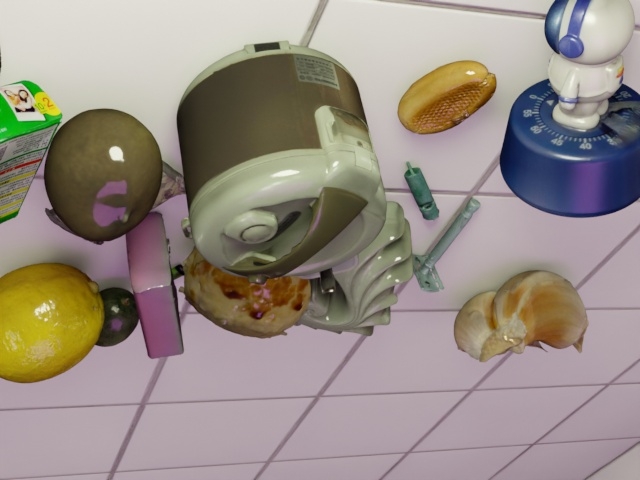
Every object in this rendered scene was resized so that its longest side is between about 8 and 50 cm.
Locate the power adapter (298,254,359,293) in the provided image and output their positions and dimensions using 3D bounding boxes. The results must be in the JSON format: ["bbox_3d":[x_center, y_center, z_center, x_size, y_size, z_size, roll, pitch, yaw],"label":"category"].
[{"bbox_3d":[0.000,0.000,1.829,0.125,0.205,0.130,-12,134,6],"label":"power adapter"}]

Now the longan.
[{"bbox_3d":[-0.352,-0.109,1.657,0.196,0.196,0.220,0,124,-20],"label":"longan"}]

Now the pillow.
[{"bbox_3d":[-0.363,-0.079,1.845,0.255,0.059,0.169,-25,146,17],"label":"pillow"}]

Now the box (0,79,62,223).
[{"bbox_3d":[-0.515,-0.119,1.571,0.250,0.103,0.180,-55,170,31],"label":"box"}]

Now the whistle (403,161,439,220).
[{"bbox_3d":[0.201,-0.097,2.040,0.039,0.039,0.186,-18,149,9],"label":"whistle"}]

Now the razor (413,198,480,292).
[{"bbox_3d":[0.275,0.000,2.197,0.068,0.106,0.232,8,135,-31],"label":"razor"}]

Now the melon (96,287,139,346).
[{"bbox_3d":[-0.443,0.160,2.157,0.114,0.114,0.167,10,145,-34],"label":"melon"}]

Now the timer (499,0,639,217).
[{"bbox_3d":[0.438,-0.258,1.703,0.270,0.270,0.383,-11,134,-3],"label":"timer"}]

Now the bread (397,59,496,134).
[{"bbox_3d":[0.217,-0.250,1.756,0.189,0.077,0.114,-31,125,30],"label":"bread"}]

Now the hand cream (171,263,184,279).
[{"bbox_3d":[-0.334,0.083,2.158,0.122,0.023,0.036,-25,139,19],"label":"hand cream"}]

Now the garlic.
[{"bbox_3d":[0.485,0.199,2.474,0.313,0.249,0.286,-9,139,-47],"label":"garlic"}]

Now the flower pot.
[{"bbox_3d":[0.054,0.051,2.111,0.254,0.165,0.367,9,141,-11],"label":"flower pot"}]

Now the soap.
[{"bbox_3d":[-0.324,0.092,2.003,0.081,0.181,0.259,-7,145,-8],"label":"soap"}]

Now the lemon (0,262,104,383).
[{"bbox_3d":[-0.557,0.162,2.008,0.236,0.236,0.263,19,118,-42],"label":"lemon"}]

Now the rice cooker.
[{"bbox_3d":[-0.058,-0.110,1.638,0.335,0.325,0.335,-9,149,-5],"label":"rice cooker"}]

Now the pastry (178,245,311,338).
[{"bbox_3d":[-0.156,0.091,2.017,0.256,0.170,0.237,34,141,6],"label":"pastry"}]
